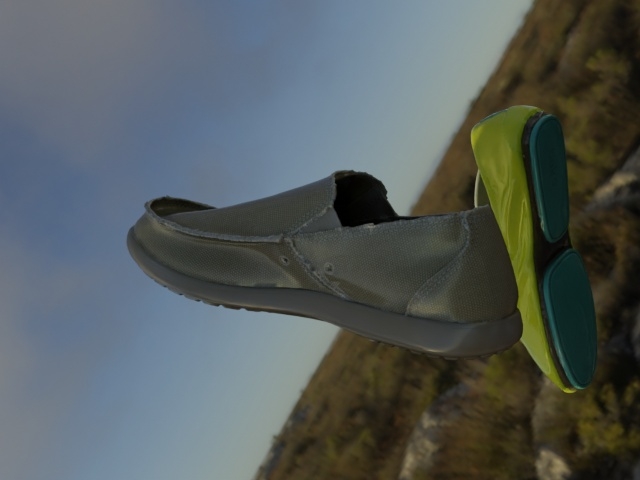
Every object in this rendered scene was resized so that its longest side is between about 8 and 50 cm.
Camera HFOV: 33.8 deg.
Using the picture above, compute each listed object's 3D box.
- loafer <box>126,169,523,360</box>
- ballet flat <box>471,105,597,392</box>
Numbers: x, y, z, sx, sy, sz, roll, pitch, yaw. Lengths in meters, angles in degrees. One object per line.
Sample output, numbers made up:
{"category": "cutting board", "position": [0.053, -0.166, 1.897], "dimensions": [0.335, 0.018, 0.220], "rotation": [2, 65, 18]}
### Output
{"category": "loafer", "position": [0.000, 0.000, 0.647], "dimensions": [0.102, 0.269, 0.092], "rotation": [-10, -71, -62]}
{"category": "ballet flat", "position": [0.163, 0.007, 0.824], "dimensions": [0.077, 0.077, 0.231], "rotation": [-29, -68, -45]}
